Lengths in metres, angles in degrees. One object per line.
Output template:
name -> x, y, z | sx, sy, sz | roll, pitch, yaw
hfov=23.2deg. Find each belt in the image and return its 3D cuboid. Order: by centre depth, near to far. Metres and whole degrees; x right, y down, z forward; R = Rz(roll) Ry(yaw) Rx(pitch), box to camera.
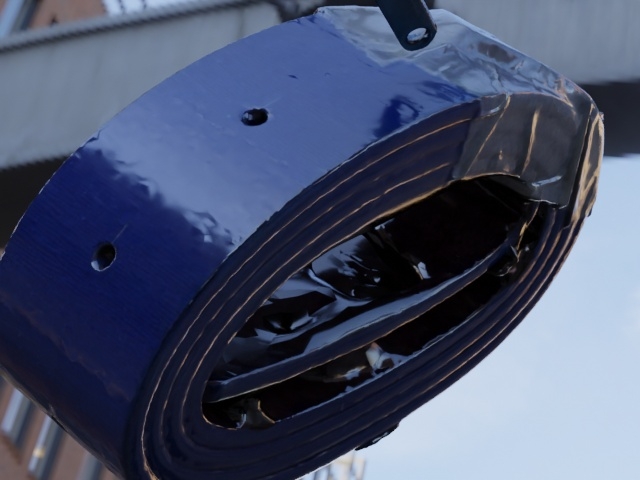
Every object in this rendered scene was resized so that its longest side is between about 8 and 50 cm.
belt -> 0.000, 0.000, 0.800 | 0.117, 0.347, 0.212 | 34, -49, 33

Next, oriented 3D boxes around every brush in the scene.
brush -> 0.020, -0.129, 0.670 | 0.051, 0.014, 0.164 | -25, -32, 10
